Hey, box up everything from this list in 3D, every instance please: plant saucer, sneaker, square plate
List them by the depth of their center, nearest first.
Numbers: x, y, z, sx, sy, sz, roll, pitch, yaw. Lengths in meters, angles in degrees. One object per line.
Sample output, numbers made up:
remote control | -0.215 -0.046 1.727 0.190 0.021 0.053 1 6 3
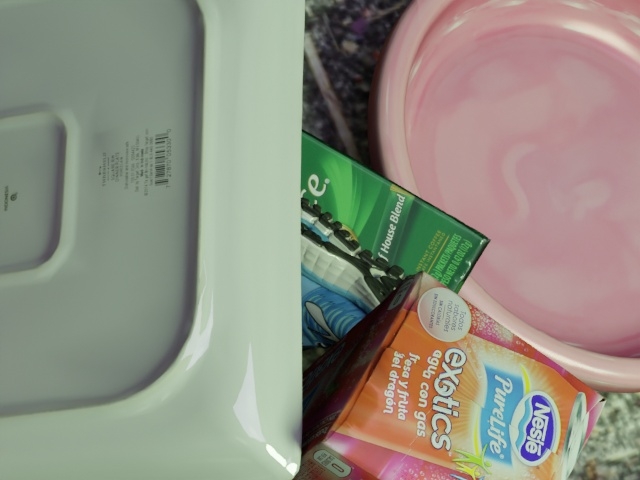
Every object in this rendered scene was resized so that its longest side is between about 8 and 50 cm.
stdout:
square plate | -0.176 -0.018 1.107 0.344 0.049 0.347 -8 66 20
sneaker | 0.016 0.045 1.200 0.162 0.073 0.063 41 26 12
plant saucer | 0.179 -0.047 1.366 0.332 0.084 0.332 8 67 -19

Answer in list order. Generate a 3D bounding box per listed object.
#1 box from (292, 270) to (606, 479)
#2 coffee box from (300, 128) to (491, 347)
box | 0.035 0.136 1.127 0.128 0.257 0.122 34 61 -6
coffee box | 0.000 0.000 1.243 0.184 0.040 0.113 32 97 8
